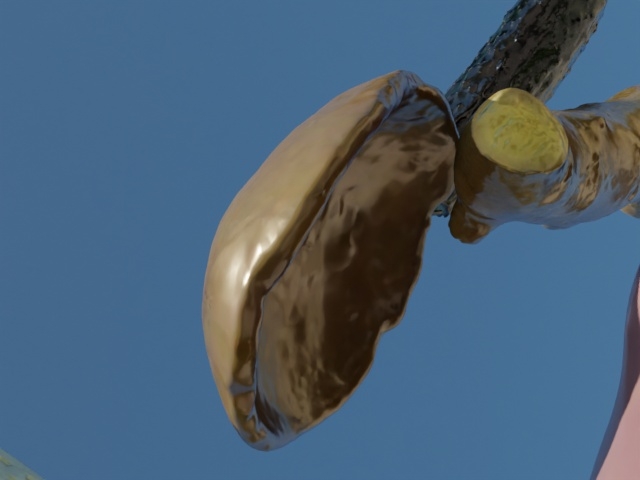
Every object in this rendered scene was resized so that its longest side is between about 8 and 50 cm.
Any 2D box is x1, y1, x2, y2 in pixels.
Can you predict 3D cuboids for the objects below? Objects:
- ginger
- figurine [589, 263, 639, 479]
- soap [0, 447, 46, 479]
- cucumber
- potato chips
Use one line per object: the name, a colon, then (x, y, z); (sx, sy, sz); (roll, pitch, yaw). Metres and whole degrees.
ginger: (0.152, -0.050, 0.869); (0.299, 0.065, 0.118); (-8, -42, -55)
figurine: (0.208, 0.140, 0.680); (0.211, 0.270, 0.261); (15, -65, -17)
soap: (-0.238, 0.192, 1.176); (0.198, 0.114, 0.063); (36, -84, 4)
cucumber: (0.125, -0.108, 1.099); (0.245, 0.067, 0.067); (-48, -59, -10)
potato chips: (-0.001, 0.001, 0.779); (0.208, 0.062, 0.195); (-58, -23, -31)
